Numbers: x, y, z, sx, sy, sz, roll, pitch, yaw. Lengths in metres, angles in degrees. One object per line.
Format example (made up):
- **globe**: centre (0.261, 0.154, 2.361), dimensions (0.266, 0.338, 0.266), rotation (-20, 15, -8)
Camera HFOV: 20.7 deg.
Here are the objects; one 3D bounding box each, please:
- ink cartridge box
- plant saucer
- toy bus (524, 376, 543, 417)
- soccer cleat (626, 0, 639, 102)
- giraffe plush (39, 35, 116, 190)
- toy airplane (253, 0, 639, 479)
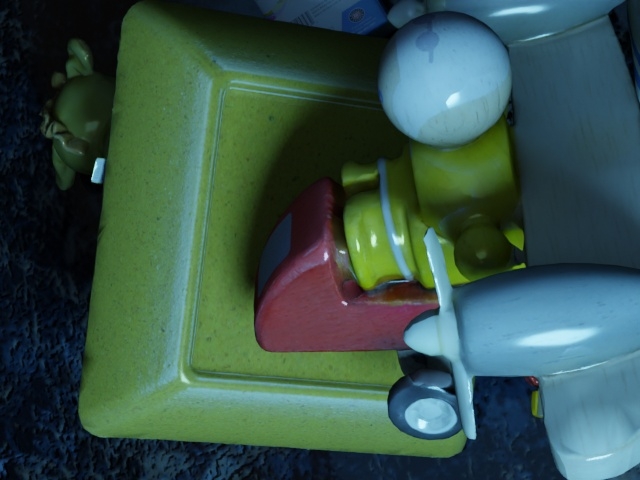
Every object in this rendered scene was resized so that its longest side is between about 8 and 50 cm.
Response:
- **ink cartridge box**: centre (-0.006, -0.207, 1.456), dimensions (0.088, 0.052, 0.122), rotation (-32, 83, 11)
- **plant saucer**: centre (0.000, 0.000, 1.343), dimensions (0.333, 0.081, 0.333), rotation (6, 91, -23)
- **toy bus**: centre (0.225, 0.049, 1.346), dimensions (0.104, 0.191, 0.202), rotation (9, 125, -24)
- **soccer cleat**: centre (0.288, -0.093, 1.334), dimensions (0.116, 0.143, 0.331), rotation (-10, 87, 13)
- **giraffe plush**: centre (-0.153, -0.073, 1.444), dimensions (0.170, 0.210, 0.181), rotation (35, 96, 41)
- **toy airplane**: centre (0.149, -0.049, 1.147), dimensions (0.384, 0.272, 0.386), rotation (-50, 35, -14)
